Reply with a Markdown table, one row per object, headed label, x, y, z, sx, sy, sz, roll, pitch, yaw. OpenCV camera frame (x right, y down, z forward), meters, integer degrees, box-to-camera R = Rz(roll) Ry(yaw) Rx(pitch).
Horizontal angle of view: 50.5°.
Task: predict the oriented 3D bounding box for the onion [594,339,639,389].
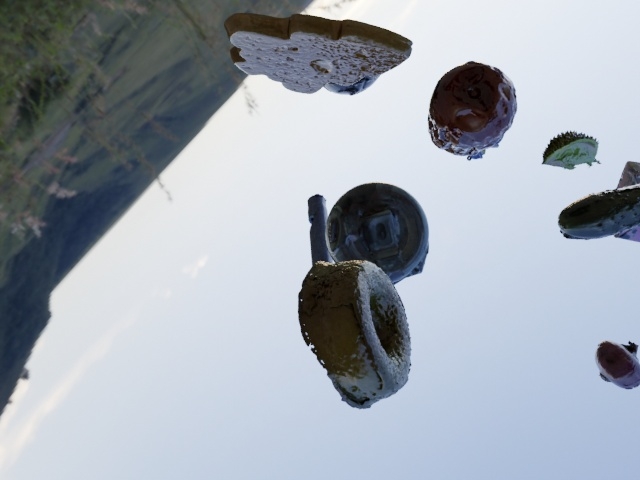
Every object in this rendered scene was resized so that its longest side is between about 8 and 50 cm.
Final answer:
| label | x | y | z | sx | sy | sz | roll | pitch | yaw |
| --- | --- | --- | --- | --- | --- | --- | --- | --- | --- |
| onion | 0.643 | 0.261 | 1.455 | 0.104 | 0.115 | 0.115 | -51 | -161 | 1 |

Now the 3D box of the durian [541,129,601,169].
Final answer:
| label | x | y | z | sx | sy | sz | roll | pitch | yaw |
| --- | --- | --- | --- | --- | --- | --- | --- | --- | --- |
| durian | 0.670 | -0.239 | 1.791 | 0.086 | 0.215 | 0.100 | -138 | -132 | -57 |

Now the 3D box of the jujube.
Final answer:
| label | x | y | z | sx | sy | sz | roll | pitch | yaw |
| --- | --- | --- | --- | --- | --- | --- | --- | --- | --- |
| jujube | 0.271 | -0.235 | 1.256 | 0.155 | 0.155 | 0.230 | -47 | 178 | -4 |

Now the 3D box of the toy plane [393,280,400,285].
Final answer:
| label | x | y | z | sx | sy | sz | roll | pitch | yaw |
| --- | --- | --- | --- | --- | --- | --- | --- | --- | --- |
| toy plane | 0.127 | 0.168 | 1.864 | 0.254 | 0.105 | 0.271 | -33 | -173 | 35 |

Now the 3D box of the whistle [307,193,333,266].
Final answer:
| label | x | y | z | sx | sy | sz | roll | pitch | yaw |
| --- | --- | --- | --- | --- | --- | --- | --- | --- | --- |
| whistle | 0.000 | 0.000 | 1.855 | 0.062 | 0.062 | 0.304 | -35 | -139 | 29 |

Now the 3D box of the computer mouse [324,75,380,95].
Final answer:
| label | x | y | z | sx | sy | sz | roll | pitch | yaw |
| --- | --- | --- | --- | --- | --- | --- | --- | --- | --- |
| computer mouse | 0.063 | -0.343 | 1.365 | 0.121 | 0.074 | 0.217 | -1 | -142 | 15 |

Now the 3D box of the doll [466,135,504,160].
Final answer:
| label | x | y | z | sx | sy | sz | roll | pitch | yaw |
| --- | --- | --- | --- | --- | --- | --- | --- | --- | --- |
| doll | 0.429 | -0.259 | 1.757 | 0.143 | 0.099 | 0.057 | -45 | -137 | -2 |

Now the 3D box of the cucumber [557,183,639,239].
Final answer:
| label | x | y | z | sx | sy | sz | roll | pitch | yaw |
| --- | --- | --- | --- | --- | --- | --- | --- | --- | --- |
| cucumber | 0.440 | -0.050 | 0.957 | 0.227 | 0.069 | 0.069 | -16 | -161 | -7 |

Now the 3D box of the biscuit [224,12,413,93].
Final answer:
| label | x | y | z | sx | sy | sz | roll | pitch | yaw |
| --- | --- | --- | --- | --- | --- | --- | --- | --- | --- |
| biscuit | 0.000 | -0.238 | 0.848 | 0.238 | 0.212 | 0.041 | 1 | -100 | 23 |

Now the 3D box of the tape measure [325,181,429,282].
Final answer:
| label | x | y | z | sx | sy | sz | roll | pitch | yaw |
| --- | --- | --- | --- | --- | --- | --- | --- | --- | --- |
| tape measure | 0.143 | -0.009 | 1.683 | 0.256 | 0.275 | 0.147 | -19 | -178 | -5 |

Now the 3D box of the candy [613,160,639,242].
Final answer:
| label | x | y | z | sx | sy | sz | roll | pitch | yaw |
| --- | --- | --- | --- | --- | --- | --- | --- | --- | --- |
| candy | 0.653 | -0.080 | 1.391 | 0.073 | 0.092 | 0.160 | -96 | -167 | -63 |

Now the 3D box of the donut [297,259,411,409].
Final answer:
| label | x | y | z | sx | sy | sz | roll | pitch | yaw |
| --- | --- | --- | --- | --- | --- | --- | --- | --- | --- |
| donut | 0.080 | 0.154 | 1.187 | 0.107 | 0.272 | 0.272 | -20 | -149 | 30 |
